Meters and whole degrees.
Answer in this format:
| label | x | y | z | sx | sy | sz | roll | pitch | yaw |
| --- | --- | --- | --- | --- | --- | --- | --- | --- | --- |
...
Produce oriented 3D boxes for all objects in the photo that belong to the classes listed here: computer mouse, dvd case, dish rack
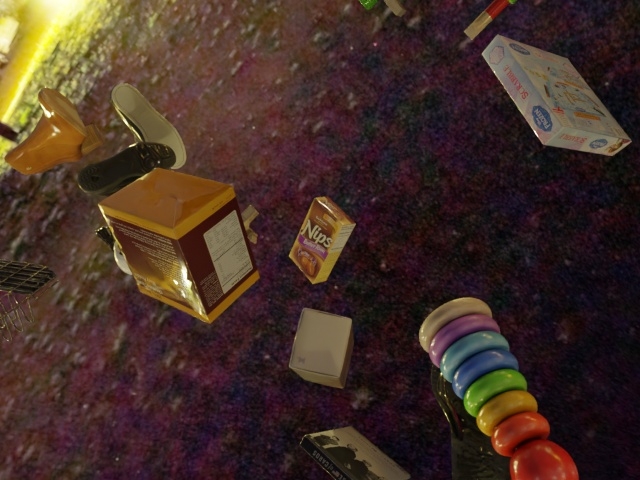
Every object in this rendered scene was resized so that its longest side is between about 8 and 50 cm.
| label | x | y | z | sx | sy | sz | roll | pitch | yaw |
| --- | --- | --- | --- | --- | --- | --- | --- | --- | --- |
| computer mouse | -0.454 | 0.035 | 1.127 | 0.042 | 0.106 | 0.193 | -36 | 33 | -25 |
| dvd case | 0.080 | 0.468 | 1.043 | 0.179 | 0.238 | 0.030 | 32 | 91 | 31 |
| dish rack | -0.547 | 0.122 | 0.746 | 0.208 | 0.074 | 0.271 | 8 | 32 | 14 |

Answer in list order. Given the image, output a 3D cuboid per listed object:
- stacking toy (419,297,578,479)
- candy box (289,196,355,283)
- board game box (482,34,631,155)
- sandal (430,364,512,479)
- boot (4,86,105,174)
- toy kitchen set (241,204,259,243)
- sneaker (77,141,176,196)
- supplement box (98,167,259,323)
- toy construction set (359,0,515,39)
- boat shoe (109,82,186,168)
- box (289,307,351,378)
| label | x | y | z | sx | sy | sz | roll | pitch | yaw |
| --- | --- | --- | --- | --- | --- | --- | --- | --- | --- |
| stacking toy | 0.288 | 0.253 | 0.790 | 0.141 | 0.141 | 0.330 | -44 | 42 | 18 |
| candy box | 0.000 | 0.000 | 1.192 | 0.109 | 0.053 | 0.187 | 47 | 127 | 30 |
| board game box | 0.607 | -0.368 | 1.268 | 0.066 | 0.318 | 0.318 | -49 | 51 | 45 |
| sandal | 0.321 | 0.340 | 1.007 | 0.167 | 0.107 | 0.446 | -14 | 22 | 10 |
| boot | -0.671 | -0.244 | 1.195 | 0.211 | 0.295 | 0.104 | -29 | 84 | -6 |
| toy kitchen set | -0.194 | -0.042 | 1.458 | 0.075 | 0.083 | 0.068 | -45 | 55 | 1 |
| sneaker | -0.467 | -0.171 | 1.199 | 0.227 | 0.087 | 0.130 | -28 | 10 | -19 |
| supplement box | -0.233 | 0.004 | 0.836 | 0.191 | 0.194 | 0.129 | 16 | 43 | 33 |
| toy construction set | 0.196 | -0.475 | 0.872 | 0.237 | 0.308 | 0.257 | -44 | 26 | 22 |
| boat shoe | -0.459 | -0.299 | 1.313 | 0.095 | 0.254 | 0.079 | -49 | 28 | -13 |
| box | 0.012 | 0.284 | 1.259 | 0.121 | 0.311 | 0.148 | 11 | 72 | 9 |
